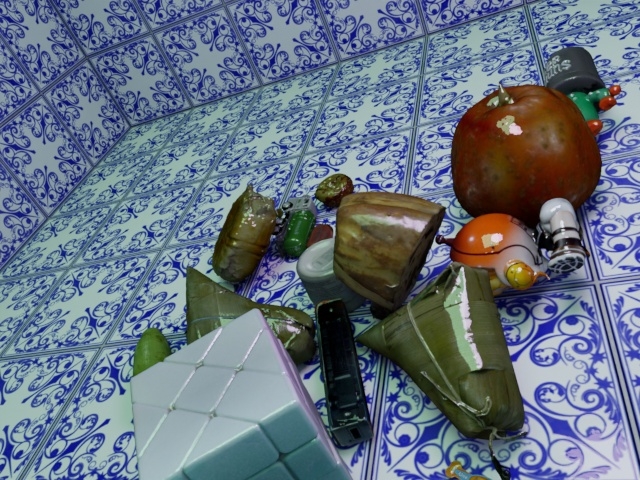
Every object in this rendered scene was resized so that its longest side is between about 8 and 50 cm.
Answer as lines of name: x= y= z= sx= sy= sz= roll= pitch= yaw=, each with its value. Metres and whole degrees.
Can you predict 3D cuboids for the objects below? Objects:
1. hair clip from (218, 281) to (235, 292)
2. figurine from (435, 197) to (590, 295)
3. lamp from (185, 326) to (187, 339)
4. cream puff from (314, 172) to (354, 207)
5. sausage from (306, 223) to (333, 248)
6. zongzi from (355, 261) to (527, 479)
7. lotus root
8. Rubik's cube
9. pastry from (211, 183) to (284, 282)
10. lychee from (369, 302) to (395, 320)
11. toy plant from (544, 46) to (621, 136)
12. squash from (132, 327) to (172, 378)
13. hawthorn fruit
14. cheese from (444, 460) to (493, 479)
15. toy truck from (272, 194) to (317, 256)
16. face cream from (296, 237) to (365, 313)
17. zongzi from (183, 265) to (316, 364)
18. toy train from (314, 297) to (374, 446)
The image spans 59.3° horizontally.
hair clip: x=-0.336 y=0.174 z=1.816 sx=0.172 sy=0.049 sz=0.116 roll=5 pitch=48 yaw=34
figurine: x=0.452 y=0.021 z=1.342 sx=0.323 sy=0.196 sz=0.320 roll=-21 pitch=5 yaw=25
lamp: x=-0.339 y=0.268 z=1.636 sx=0.105 sy=0.105 sz=0.105 roll=-18 pitch=34 yaw=12
cream puff: x=0.053 y=-0.172 z=1.999 sx=0.149 sy=0.084 sz=0.149 roll=-21 pitch=33 yaw=14
sausage: x=0.000 y=0.000 z=1.809 sx=0.076 sy=0.076 sz=0.141 roll=-10 pitch=38 yaw=22
zongzi: x=0.246 y=0.310 z=1.184 sx=0.418 sy=0.181 sz=0.447 roll=-38 pitch=44 yaw=37
lotus root: x=0.138 y=0.028 z=1.361 sx=0.250 sy=0.316 sz=0.316 roll=18 pitch=47 yaw=11
Rubik's cube: x=-0.165 y=0.397 z=1.155 sx=0.322 sy=0.315 sz=0.319 roll=-31 pitch=34 yaw=-5
pastry: x=-0.252 y=-0.016 z=1.850 sx=0.329 sy=0.136 sz=0.329 roll=-54 pitch=22 yaw=33
lychee: x=0.163 y=0.178 z=1.466 sx=0.067 sy=0.068 sz=0.083 roll=35 pitch=53 yaw=7
toy plant: x=0.795 y=-0.427 z=1.777 sx=0.280 sy=0.185 sz=0.400 roll=-13 pitch=49 yaw=29
squash: x=-0.478 y=0.344 z=1.616 sx=0.118 sy=0.118 sz=0.370 roll=-27 pitch=30 yaw=-2
hawthorn fruit: x=0.528 y=-0.241 z=1.508 sx=0.403 sy=0.402 sz=0.402 roll=-18 pitch=34 yaw=12
cheese: x=0.284 y=0.450 z=1.050 sx=0.047 sy=0.017 sz=0.111 roll=-40 pitch=35 yaw=-25
toy truck: x=-0.080 y=-0.047 z=1.904 sx=0.125 sy=0.101 sz=0.242 roll=-5 pitch=41 yaw=21
face cream: x=0.037 y=0.099 z=1.575 sx=0.177 sy=0.152 sz=0.177 roll=-16 pitch=34 yaw=12
zongzi: x=-0.199 y=0.188 z=1.517 sx=0.356 sy=0.174 sz=0.392 roll=-16 pitch=56 yaw=7
toy train: x=0.049 y=0.298 z=1.352 sx=0.086 sy=0.089 sz=0.409 roll=-20 pitch=33 yaw=6
